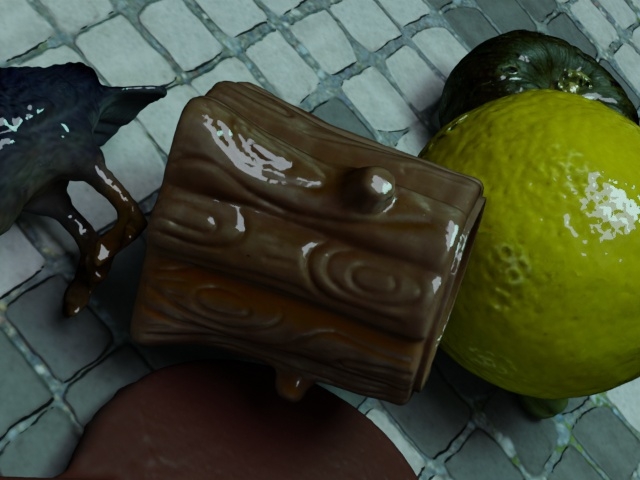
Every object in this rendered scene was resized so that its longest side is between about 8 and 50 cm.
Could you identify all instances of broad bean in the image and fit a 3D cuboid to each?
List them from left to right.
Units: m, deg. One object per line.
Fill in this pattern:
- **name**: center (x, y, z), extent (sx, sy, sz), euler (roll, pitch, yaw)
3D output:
- **broad bean**: center (0.211, 0.132, 1.176), extent (0.063, 0.045, 0.083), euler (23, 40, -26)

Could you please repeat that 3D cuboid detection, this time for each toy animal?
- **toy animal**: center (-0.216, -0.050, 0.904), extent (0.185, 0.122, 0.298), euler (37, 42, -12)

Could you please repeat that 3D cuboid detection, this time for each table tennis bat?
- **table tennis bat**: center (-0.085, 0.196, 0.868), extent (0.414, 0.051, 0.268), euler (7, 47, -33)

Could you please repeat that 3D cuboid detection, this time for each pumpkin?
- **pumpkin**: center (0.240, -0.119, 1.300), extent (0.238, 0.159, 0.238), euler (17, 54, -25)

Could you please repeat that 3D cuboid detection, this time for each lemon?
- **lemon**: center (0.200, 0.005, 1.082), extent (0.293, 0.293, 0.293), euler (21, 48, -26)

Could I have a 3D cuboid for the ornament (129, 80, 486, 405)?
- **ornament**: center (0.000, 0.000, 0.918), extent (0.217, 0.221, 0.235), euler (19, 51, 9)
